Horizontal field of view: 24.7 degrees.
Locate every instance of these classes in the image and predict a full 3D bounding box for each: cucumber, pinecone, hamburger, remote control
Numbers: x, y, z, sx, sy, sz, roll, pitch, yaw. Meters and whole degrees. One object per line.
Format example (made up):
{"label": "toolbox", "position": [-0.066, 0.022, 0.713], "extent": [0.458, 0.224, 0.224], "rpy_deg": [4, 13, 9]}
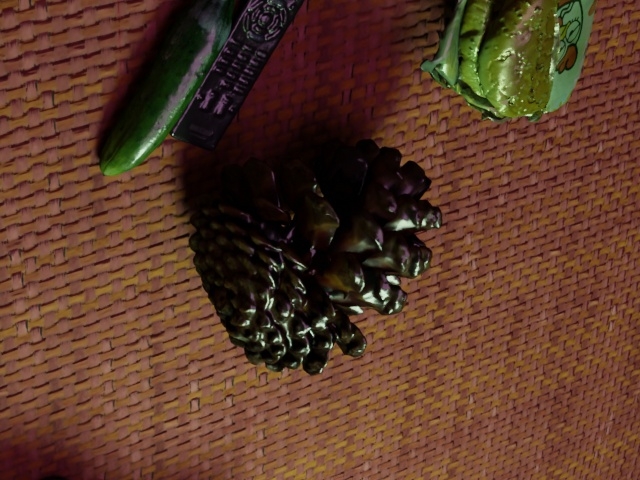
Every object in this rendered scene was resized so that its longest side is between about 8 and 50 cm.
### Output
{"label": "cucumber", "position": [-0.142, -0.160, 1.421], "extent": [0.056, 0.056, 0.250], "rpy_deg": [17, 111, -45]}
{"label": "pinecone", "position": [0.001, -0.002, 1.542], "extent": [0.292, 0.246, 0.246], "rpy_deg": [-35, 141, -36]}
{"label": "hamburger", "position": [0.207, -0.223, 1.590], "extent": [0.235, 0.125, 0.214], "rpy_deg": [-20, 124, -44]}
{"label": "remote control", "position": [-0.073, -0.200, 1.465], "extent": [0.063, 0.025, 0.245], "rpy_deg": [19, 110, -44]}
